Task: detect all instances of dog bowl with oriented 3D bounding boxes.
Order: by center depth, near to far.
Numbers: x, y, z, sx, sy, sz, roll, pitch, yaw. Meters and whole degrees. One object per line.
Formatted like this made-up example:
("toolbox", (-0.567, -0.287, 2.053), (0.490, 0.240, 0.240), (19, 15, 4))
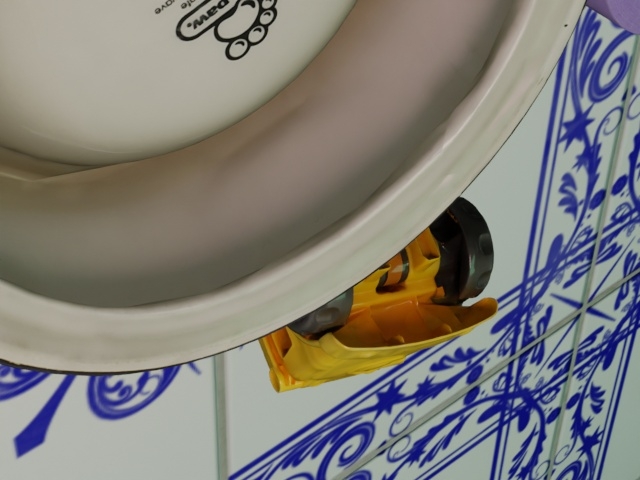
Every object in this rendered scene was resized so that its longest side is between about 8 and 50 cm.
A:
("dog bowl", (-0.064, -0.140, 0.708), (0.408, 0.150, 0.408), (-24, 138, -23))

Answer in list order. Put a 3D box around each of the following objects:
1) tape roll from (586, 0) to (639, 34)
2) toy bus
("tape roll", (0.286, -0.303, 1.214), (0.274, 0.090, 0.275), (-33, 144, -27))
("toy bus", (0.000, 0.000, 1.110), (0.149, 0.220, 0.211), (-11, 163, -29))
